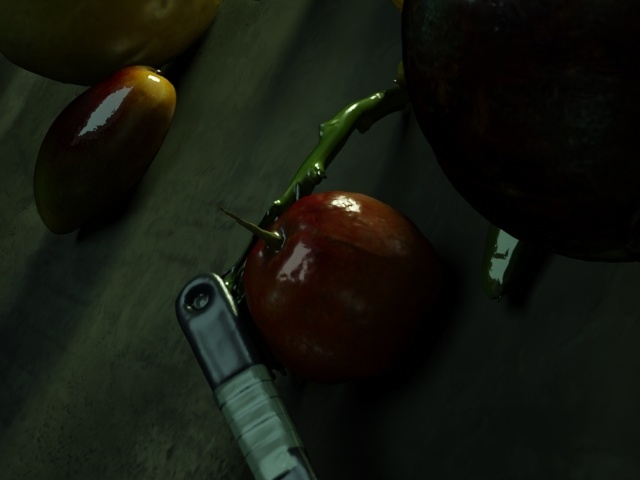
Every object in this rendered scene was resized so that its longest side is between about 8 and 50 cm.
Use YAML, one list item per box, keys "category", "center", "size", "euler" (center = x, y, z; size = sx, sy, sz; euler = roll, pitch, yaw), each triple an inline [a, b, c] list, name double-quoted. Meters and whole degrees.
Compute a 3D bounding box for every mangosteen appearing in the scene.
- category: "mangosteen"
  center: [0.174, -0.089, 0.654]
  size: [0.289, 0.231, 0.231]
  euler: [24, 82, 30]

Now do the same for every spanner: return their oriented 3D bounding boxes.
- category: "spanner"
  center: [-0.018, 0.128, 0.840]
  size: [0.087, 0.024, 0.316]
  euler: [-42, 48, 14]

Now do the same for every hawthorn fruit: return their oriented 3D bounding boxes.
- category: "hawthorn fruit"
  center: [0.011, 0.029, 0.914]
  size: [0.125, 0.140, 0.125]
  euler: [-10, 66, 24]

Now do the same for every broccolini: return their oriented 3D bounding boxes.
- category: "broccolini"
  center: [0.004, -0.007, 1.044]
  size: [0.271, 0.062, 0.123]
  euler: [-54, -25, -30]

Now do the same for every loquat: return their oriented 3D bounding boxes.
- category: "loquat"
  center: [-0.249, -0.315, 1.621]
  size: [0.284, 0.276, 0.276]
  euler: [-15, 24, -9]

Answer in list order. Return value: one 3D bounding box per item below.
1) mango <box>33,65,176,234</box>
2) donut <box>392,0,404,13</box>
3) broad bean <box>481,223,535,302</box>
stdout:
- category: "mango"
  center: [-0.247, -0.093, 1.583]
  size: [0.267, 0.111, 0.133]
  euler: [-43, 39, 43]
- category: "donut"
  center: [0.114, -0.195, 0.993]
  size: [0.152, 0.101, 0.259]
  euler: [-66, 19, -1]
- category: "broad bean"
  center: [0.159, -0.097, 0.858]
  size: [0.297, 0.043, 0.060]
  euler: [-64, 6, -12]
